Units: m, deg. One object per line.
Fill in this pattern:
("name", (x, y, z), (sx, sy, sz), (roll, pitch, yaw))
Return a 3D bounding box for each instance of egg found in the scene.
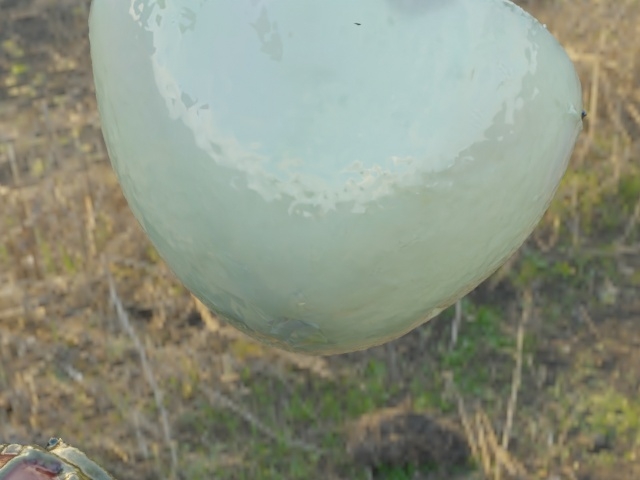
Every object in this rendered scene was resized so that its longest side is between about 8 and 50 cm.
("egg", (0.003, -0.035, 1.062), (0.337, 0.337, 0.201), (4, 68, 8))

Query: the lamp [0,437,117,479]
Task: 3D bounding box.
("lamp", (-0.284, 0.300, 1.457), (0.177, 0.177, 0.274), (27, 58, 29))
